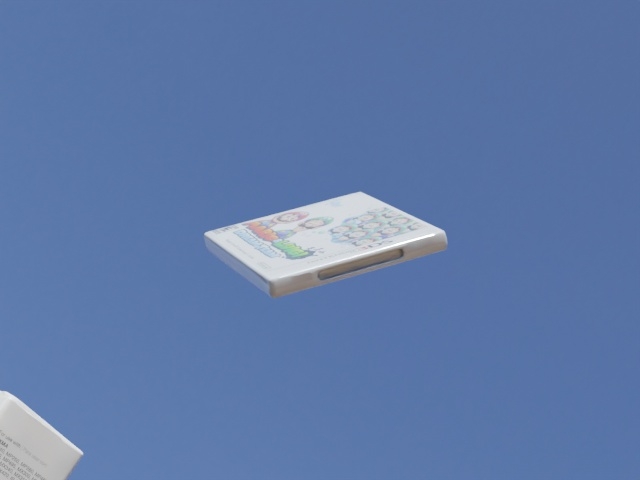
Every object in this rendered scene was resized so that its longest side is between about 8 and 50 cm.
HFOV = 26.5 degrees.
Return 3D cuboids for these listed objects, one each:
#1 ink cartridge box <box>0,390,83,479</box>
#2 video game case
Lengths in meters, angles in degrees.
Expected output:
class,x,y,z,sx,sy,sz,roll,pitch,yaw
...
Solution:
class,x,y,z,sx,sy,sz,roll,pitch,yaw
ink cartridge box,-0.345,0.253,1.221,0.100,0.237,0.172,45,-25,-29
video game case,0.000,0.000,1.056,0.157,0.143,0.019,-150,-132,-64
